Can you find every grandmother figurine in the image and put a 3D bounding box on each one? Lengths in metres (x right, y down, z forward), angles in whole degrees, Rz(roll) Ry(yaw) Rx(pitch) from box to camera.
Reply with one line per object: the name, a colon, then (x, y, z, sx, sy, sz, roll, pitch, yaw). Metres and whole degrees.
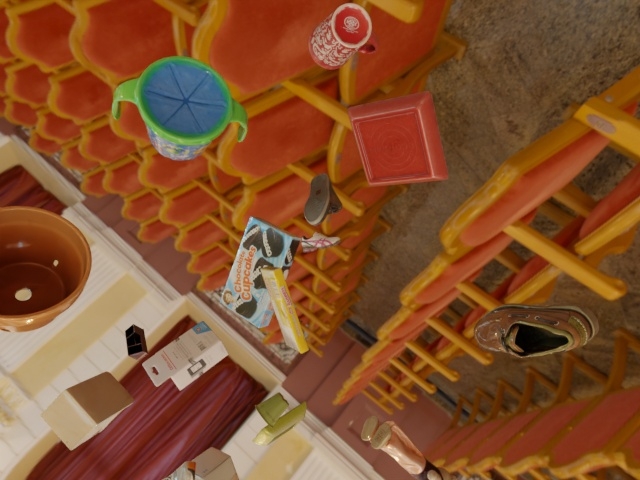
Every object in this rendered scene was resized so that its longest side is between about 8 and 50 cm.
grandmother figurine: (0.279, 0.645, 1.341, 0.342, 0.104, 0.208, 42, 172, -18)

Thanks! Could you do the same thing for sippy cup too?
sippy cup: (-0.370, -0.328, 1.239, 0.305, 0.240, 0.224, 41, 157, -8)

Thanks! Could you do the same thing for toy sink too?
toy sink: (-0.765, 0.557, 1.533, 0.153, 0.131, 0.234, 45, -176, 5)

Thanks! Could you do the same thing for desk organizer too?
desk organizer: (-0.664, 0.366, 1.663, 0.050, 0.047, 0.130, 48, -176, -42)

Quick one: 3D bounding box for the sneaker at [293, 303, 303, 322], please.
sneaker: (-0.095, 0.294, 1.764, 0.069, 0.098, 0.038, 18, 177, -26)

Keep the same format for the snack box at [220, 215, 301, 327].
snack box: (-0.203, 0.102, 1.535, 0.187, 0.321, 0.060, 26, -169, 29)

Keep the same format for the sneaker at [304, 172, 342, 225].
sneaker: (0.020, -0.100, 1.406, 0.083, 0.222, 0.118, -19, 127, 25)

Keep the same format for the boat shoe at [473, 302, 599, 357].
boat shoe: (0.451, 0.206, 1.046, 0.307, 0.104, 0.110, -34, 80, 58)

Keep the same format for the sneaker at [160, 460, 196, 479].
sneaker: (-0.455, 0.735, 1.343, 0.121, 0.262, 0.099, 26, -161, -21)

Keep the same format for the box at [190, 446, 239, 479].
box: (-0.340, 0.891, 1.584, 0.148, 0.121, 0.311, -7, 103, 48)

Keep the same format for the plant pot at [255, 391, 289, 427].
plant pot: (-0.138, 0.498, 1.377, 0.083, 0.079, 0.083, 49, 169, 12)

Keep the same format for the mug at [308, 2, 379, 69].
mug: (0.062, -0.474, 1.057, 0.169, 0.150, 0.113, -148, 36, -74)

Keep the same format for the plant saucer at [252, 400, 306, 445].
plant saucer: (-0.137, 0.663, 1.649, 0.045, 0.188, 0.188, 54, 145, 20)

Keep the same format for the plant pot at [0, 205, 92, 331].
plant pot: (-0.714, 0.093, 1.108, 0.291, 0.291, 0.203, 42, 138, 3)

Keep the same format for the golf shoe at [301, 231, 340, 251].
golf shoe: (0.000, 0.000, 2.129, 0.067, 0.186, 0.085, -14, -86, -77)

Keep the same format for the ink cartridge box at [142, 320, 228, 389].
ink cartridge box: (-0.338, 0.296, 1.158, 0.104, 0.180, 0.060, 31, 148, 44)

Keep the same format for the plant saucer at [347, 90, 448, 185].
plant saucer: (0.213, -0.272, 1.327, 0.259, 0.047, 0.259, -1, 121, 34)

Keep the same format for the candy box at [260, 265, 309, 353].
candy box: (-0.087, 0.162, 1.099, 0.105, 0.027, 0.205, 0, 109, 68)
